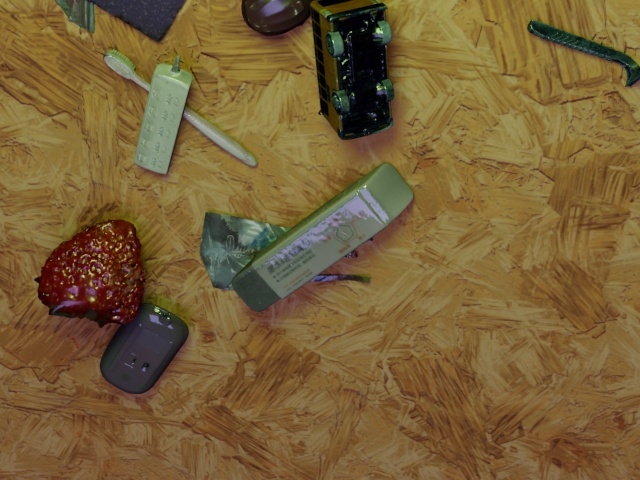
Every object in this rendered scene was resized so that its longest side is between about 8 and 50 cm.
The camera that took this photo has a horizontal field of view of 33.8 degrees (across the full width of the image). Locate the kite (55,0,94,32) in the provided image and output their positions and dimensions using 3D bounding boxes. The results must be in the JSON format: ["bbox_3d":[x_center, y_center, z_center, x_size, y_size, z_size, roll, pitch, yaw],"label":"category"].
[{"bbox_3d":[-0.464,-0.448,1.619,0.314,0.011,0.335,-34,112,26],"label":"kite"}]

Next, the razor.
[{"bbox_3d":[0.401,-0.290,1.589,0.190,0.033,0.066,23,165,-3],"label":"razor"}]

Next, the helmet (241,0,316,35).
[{"bbox_3d":[-0.064,-0.356,1.586,0.123,0.070,0.098,-20,118,21],"label":"helmet"}]

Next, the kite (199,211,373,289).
[{"bbox_3d":[-0.064,0.034,1.877,0.309,0.015,0.169,7,125,4],"label":"kite"}]

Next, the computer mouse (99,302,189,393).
[{"bbox_3d":[-0.335,0.204,1.999,0.120,0.057,0.232,29,125,-11],"label":"computer mouse"}]

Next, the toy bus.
[{"bbox_3d":[0.046,-0.266,1.600,0.098,0.114,0.201,-17,124,-16],"label":"toy bus"}]

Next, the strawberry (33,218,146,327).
[{"bbox_3d":[-0.391,0.054,1.852,0.186,0.184,0.202,23,94,-2],"label":"strawberry"}]

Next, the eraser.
[{"bbox_3d":[0.000,0.000,1.797,0.352,0.061,0.089,-35,107,21],"label":"eraser"}]

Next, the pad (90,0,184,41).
[{"bbox_3d":[-0.334,-0.469,1.582,0.330,0.004,0.220,31,119,-13],"label":"pad"}]

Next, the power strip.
[{"bbox_3d":[-0.256,-0.199,1.713,0.060,0.027,0.253,20,135,-3],"label":"power strip"}]

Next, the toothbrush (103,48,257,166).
[{"bbox_3d":[-0.225,-0.216,1.730,0.307,0.030,0.025,36,125,-18],"label":"toothbrush"}]
